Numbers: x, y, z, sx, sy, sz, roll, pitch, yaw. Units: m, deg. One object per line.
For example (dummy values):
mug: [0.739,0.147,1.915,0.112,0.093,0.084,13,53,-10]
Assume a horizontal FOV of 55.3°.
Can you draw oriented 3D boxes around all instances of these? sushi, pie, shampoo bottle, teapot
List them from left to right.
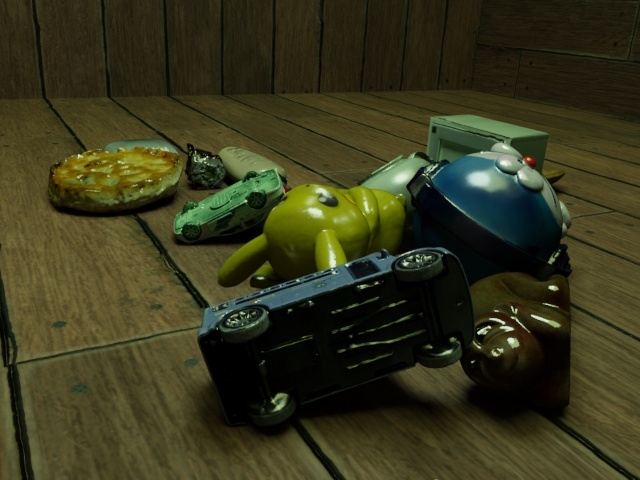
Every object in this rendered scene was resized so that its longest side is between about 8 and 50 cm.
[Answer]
pie: [-0.463,-0.135,1.371,0.315,0.092,0.315,-1,24,0]
sushi: [-0.281,-0.179,1.485,0.094,0.098,0.084,0,23,-21]
shampoo bottle: [-0.164,-0.170,1.506,0.127,0.078,0.257,-8,23,-34]
teapot: [0.144,-0.089,1.191,0.294,0.129,0.193,-34,4,-37]

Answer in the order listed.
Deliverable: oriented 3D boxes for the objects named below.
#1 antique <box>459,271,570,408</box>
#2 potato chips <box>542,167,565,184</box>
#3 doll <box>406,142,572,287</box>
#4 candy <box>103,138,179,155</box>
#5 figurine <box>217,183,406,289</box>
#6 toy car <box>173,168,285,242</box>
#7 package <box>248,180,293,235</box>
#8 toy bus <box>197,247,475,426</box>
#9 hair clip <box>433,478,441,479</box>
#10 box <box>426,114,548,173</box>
antique: [0.243,0.113,0.773,0.143,0.121,0.257,1,19,18]
potato chips: [0.542,-0.174,1.620,0.195,0.061,0.208,15,15,12]
doll: [0.279,-0.032,1.002,0.284,0.240,0.310,37,18,12]
candy: [-0.481,-0.235,1.640,0.174,0.071,0.138,-8,24,-29]
figurine: [0.004,-0.001,0.939,0.218,0.169,0.327,-3,2,30]
toy car: [-0.171,-0.057,1.164,0.224,0.076,0.090,-26,34,5]
package: [-0.110,-0.066,1.269,0.194,0.071,0.269,-18,23,-30]
toy bus: [0.018,0.094,0.692,0.292,0.125,0.133,-18,18,-5]
hair clip: [0.081,0.245,0.500,0.195,0.052,0.124,-6,28,-36]
box: [0.326,-0.130,1.265,0.117,0.224,0.225,-9,24,-29]
